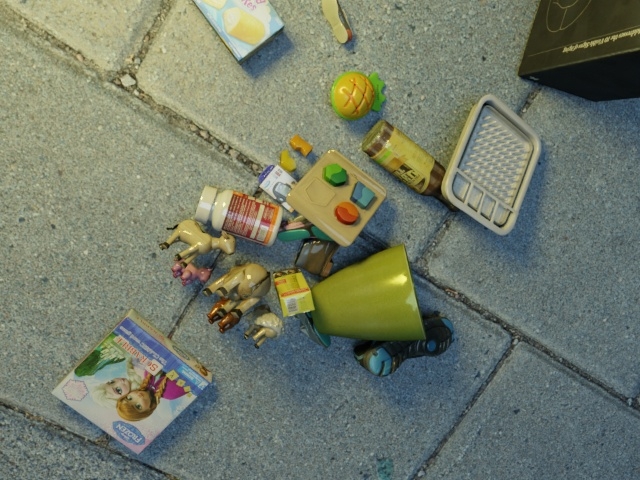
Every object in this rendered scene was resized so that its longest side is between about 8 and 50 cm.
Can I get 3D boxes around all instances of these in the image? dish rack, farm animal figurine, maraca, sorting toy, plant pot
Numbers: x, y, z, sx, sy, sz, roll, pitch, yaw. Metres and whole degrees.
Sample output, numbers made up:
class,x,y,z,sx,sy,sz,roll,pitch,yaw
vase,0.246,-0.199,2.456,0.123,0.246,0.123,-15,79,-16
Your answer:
class,x,y,z,sx,sy,sz,roll,pitch,yaw
dish rack,0.479,-0.209,1.330,0.285,0.072,0.333,28,81,-25
farm animal figurine,-0.241,0.094,1.247,0.172,0.327,0.330,-42,124,-30
maraca,0.105,-0.397,1.275,0.186,0.099,0.127,-19,115,-30
sorting toy,0.014,-0.152,1.262,0.307,0.041,0.229,38,60,1
plant pot,0.126,0.173,1.338,0.293,0.275,0.275,-13,105,11

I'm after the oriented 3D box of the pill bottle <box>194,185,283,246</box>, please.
class,x,y,z,sx,sy,sz,roll,pitch,yaw
pill bottle,-0.223,-0.069,1.285,0.221,0.121,0.121,19,99,-12

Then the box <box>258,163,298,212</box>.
class,x,y,z,sx,sy,sz,roll,pitch,yaw
box,-0.109,-0.153,1.331,0.136,0.028,0.081,39,95,-16

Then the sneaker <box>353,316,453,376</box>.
class,x,y,z,sx,sy,sz,roll,pitch,yaw
sneaker,0.260,0.309,1.451,0.341,0.140,0.125,-12,95,-25

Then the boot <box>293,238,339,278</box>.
class,x,y,z,sx,sy,sz,roll,pitch,yaw
boot,0.000,0.000,1.354,0.106,0.082,0.219,14,102,-14

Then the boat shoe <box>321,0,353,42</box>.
class,x,y,z,sx,sy,sz,roll,pitch,yaw
boat shoe,0.047,-0.596,1.246,0.043,0.049,0.137,-38,107,-43

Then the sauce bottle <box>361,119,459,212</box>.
class,x,y,z,sx,sy,sz,roll,pitch,yaw
sauce bottle,0.278,-0.202,1.333,0.344,0.111,0.111,33,96,-15

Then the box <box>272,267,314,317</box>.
class,x,y,z,sx,sy,sz,roll,pitch,yaw
box,-0.080,0.138,1.294,0.087,0.232,0.058,-12,105,-7

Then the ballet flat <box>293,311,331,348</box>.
class,x,y,z,sx,sy,sz,roll,pitch,yaw
ballet flat,-0.041,0.240,1.420,0.068,0.072,0.213,-21,106,25

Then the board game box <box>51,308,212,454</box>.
class,x,y,z,sx,sy,sz,roll,pitch,yaw
board game box,-0.546,0.420,1.377,0.318,0.066,0.319,-45,105,3

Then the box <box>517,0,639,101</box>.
class,x,y,z,sx,sy,sz,roll,pitch,yaw
box,0.793,-0.618,1.124,0.297,0.480,0.471,14,101,-12

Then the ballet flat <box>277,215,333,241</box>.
class,x,y,z,sx,sy,sz,roll,pitch,yaw
ballet flat,-0.020,-0.041,1.312,0.221,0.079,0.077,-3,145,22

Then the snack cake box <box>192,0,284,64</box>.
class,x,y,z,sx,sy,sz,roll,pitch,yaw
snack cake box,-0.229,-0.604,1.179,0.152,0.089,0.264,-38,105,2
